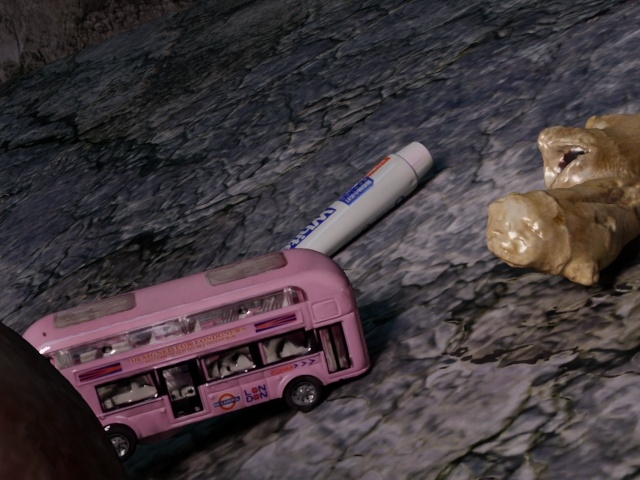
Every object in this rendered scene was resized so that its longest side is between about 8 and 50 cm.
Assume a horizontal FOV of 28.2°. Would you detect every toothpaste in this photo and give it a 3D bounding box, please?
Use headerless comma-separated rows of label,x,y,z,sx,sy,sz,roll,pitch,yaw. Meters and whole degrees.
toothpaste,0.000,0.000,0.950,0.218,0.033,0.052,-40,17,-16

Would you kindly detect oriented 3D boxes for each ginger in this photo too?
ginger,0.188,-0.059,0.769,0.089,0.075,0.288,31,49,20

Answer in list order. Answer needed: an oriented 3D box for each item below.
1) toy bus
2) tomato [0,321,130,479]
toy bus,-0.075,0.067,0.753,0.203,0.090,0.063,-16,19,-6
tomato,-0.209,0.152,0.435,0.317,0.316,0.283,-39,30,-25
